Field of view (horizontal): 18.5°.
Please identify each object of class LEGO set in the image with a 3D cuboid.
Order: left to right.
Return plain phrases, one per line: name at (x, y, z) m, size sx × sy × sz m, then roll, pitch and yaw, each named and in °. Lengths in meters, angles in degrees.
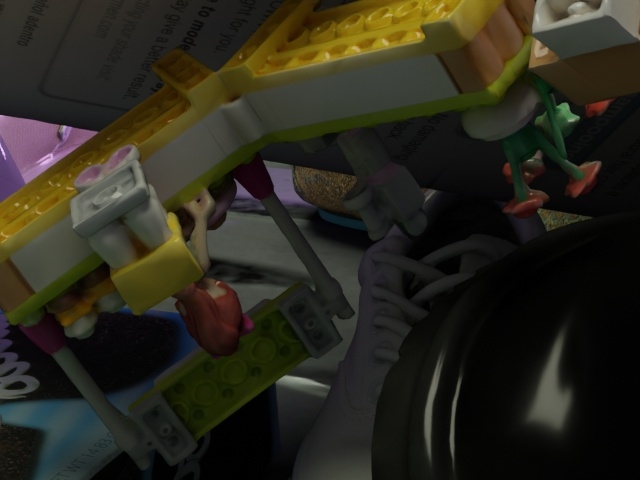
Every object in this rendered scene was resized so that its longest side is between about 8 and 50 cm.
LEGO set at (0.000, 0.000, 0.575) m, size 0.287 × 0.107 × 0.132 m, roll -27°, pitch 24°, yaw 15°

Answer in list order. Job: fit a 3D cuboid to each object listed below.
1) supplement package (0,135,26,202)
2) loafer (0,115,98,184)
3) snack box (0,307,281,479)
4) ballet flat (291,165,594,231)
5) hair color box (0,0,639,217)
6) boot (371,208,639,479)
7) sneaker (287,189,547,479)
supplement package at (-0.294, -0.027, 0.711) m, size 0.263 × 0.198 × 0.199 m, roll -21°, pitch 10°, yaw 30°
loafer at (-0.168, -0.079, 1.099) m, size 0.102 × 0.092 × 0.268 m, roll 1°, pitch 21°, yaw 16°
snack box at (-0.168, 0.103, 0.644) m, size 0.187 × 0.060 × 0.322 m, roll 4°, pitch 22°, yaw 26°
ballet flat at (0.114, -0.040, 0.888) m, size 0.123 × 0.123 × 0.349 m, roll -22°, pitch 26°, yaw -38°
hair color box at (0.047, -0.109, 0.671) m, size 0.375 × 0.113 × 0.185 m, roll 10°, pitch -28°, yaw -18°
boot at (0.203, 0.006, 0.552) m, size 0.348 × 0.131 × 0.260 m, roll -21°, pitch -4°, yaw -38°
sneaker at (0.036, 0.045, 0.703) m, size 0.094 × 0.091 × 0.258 m, roll -3°, pitch 20°, yaw 8°
